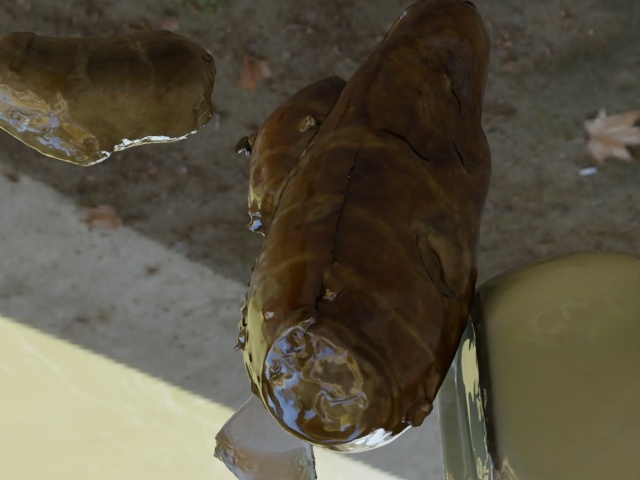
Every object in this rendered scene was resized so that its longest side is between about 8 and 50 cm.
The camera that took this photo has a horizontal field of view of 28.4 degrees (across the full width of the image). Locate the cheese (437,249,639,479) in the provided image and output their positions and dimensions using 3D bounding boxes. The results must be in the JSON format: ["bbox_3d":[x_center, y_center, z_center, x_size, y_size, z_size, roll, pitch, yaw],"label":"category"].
[{"bbox_3d":[0.213,0.137,0.983,0.233,0.266,0.127,-4,155,-4],"label":"cheese"}]

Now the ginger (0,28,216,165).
[{"bbox_3d":[-0.145,-0.097,0.817,0.190,0.095,0.069,-11,131,-35],"label":"ginger"}]

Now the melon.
[{"bbox_3d":[-0.059,0.226,1.334,0.093,0.139,0.202,-35,167,-24],"label":"melon"}]

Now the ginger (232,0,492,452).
[{"bbox_3d":[0.021,-0.001,1.008,0.176,0.418,0.254,31,138,-23],"label":"ginger"}]
